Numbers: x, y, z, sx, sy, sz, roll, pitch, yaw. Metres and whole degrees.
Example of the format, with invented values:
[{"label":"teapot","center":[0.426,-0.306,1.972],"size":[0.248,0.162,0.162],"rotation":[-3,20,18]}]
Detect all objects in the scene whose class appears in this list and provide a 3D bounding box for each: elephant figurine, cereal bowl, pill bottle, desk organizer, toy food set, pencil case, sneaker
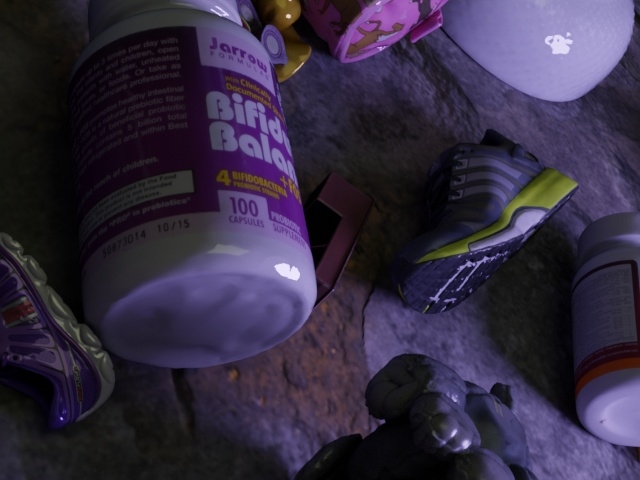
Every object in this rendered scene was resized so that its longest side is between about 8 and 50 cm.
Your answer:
[{"label":"elephant figurine","center":[0.030,0.201,0.781],"size":[0.186,0.239,0.169],"rotation":[34,22,-36]},{"label":"cereal bowl","center":[0.275,-0.349,1.397],"size":[0.339,0.141,0.339],"rotation":[21,49,-27]},{"label":"pill bottle","center":[-0.107,-0.069,0.850],"size":[0.169,0.169,0.301],"rotation":[11,54,-34]},{"label":"desk organizer","center":[0.000,0.000,0.977],"size":[0.050,0.047,0.130],"rotation":[36,43,-9]},{"label":"toy food set","center":[-0.091,-0.219,1.049],"size":[0.218,0.071,0.128],"rotation":[-8,65,-42]},{"label":"pencil case","center":[-0.018,-0.368,1.161],"size":[0.167,0.160,0.386],"rotation":[-29,79,-24]},{"label":"pill bottle","center":[0.315,0.085,1.113],"size":[0.121,0.121,0.221],"rotation":[28,46,-20]},{"label":"sneaker","center":[0.140,-0.025,1.083],"size":[0.121,0.111,0.300],"rotation":[44,35,12]},{"label":"sneaker","center":[-0.213,0.055,0.749],"size":[0.170,0.068,0.071],"rotation":[47,52,3]}]

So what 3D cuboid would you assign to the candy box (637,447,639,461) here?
[{"label":"candy box","center":[0.373,0.157,1.177],"size":[0.105,0.027,0.205],"rotation":[22,47,-21]}]
